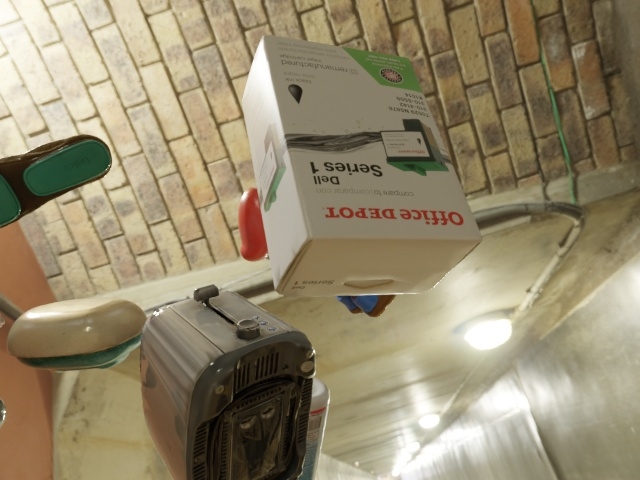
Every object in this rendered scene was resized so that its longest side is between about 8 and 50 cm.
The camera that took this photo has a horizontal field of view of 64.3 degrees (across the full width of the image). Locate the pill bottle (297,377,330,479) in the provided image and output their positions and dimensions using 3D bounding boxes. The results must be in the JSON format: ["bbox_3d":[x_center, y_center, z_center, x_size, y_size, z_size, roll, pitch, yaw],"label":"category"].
[{"bbox_3d":[-0.043,0.242,0.595,0.087,0.087,0.160,-79,-1,-83],"label":"pill bottle"}]

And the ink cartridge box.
[{"bbox_3d":[0.027,-0.068,0.462,0.092,0.160,0.219,123,140,-52],"label":"ink cartridge box"}]

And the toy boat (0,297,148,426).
[{"bbox_3d":[-0.474,0.202,0.881,0.318,0.268,0.148,-26,-70,-64],"label":"toy boat"}]

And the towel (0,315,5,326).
[{"bbox_3d":[-0.890,0.132,1.037,0.317,0.332,0.053,59,169,-7],"label":"towel"}]

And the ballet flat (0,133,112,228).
[{"bbox_3d":[-0.543,-0.102,0.897,0.124,0.342,0.116,17,133,50],"label":"ballet flat"}]

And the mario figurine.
[{"bbox_3d":[0.000,0.000,0.909,0.320,0.198,0.170,36,-142,-21],"label":"mario figurine"}]

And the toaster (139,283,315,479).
[{"bbox_3d":[-0.096,0.158,0.497,0.146,0.129,0.226,30,124,45],"label":"toaster"}]
